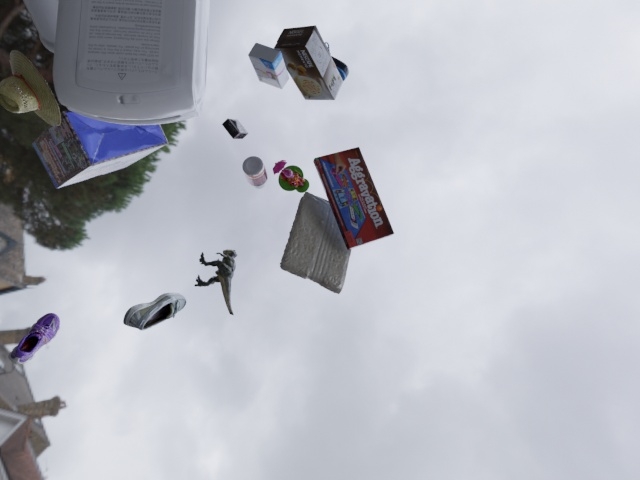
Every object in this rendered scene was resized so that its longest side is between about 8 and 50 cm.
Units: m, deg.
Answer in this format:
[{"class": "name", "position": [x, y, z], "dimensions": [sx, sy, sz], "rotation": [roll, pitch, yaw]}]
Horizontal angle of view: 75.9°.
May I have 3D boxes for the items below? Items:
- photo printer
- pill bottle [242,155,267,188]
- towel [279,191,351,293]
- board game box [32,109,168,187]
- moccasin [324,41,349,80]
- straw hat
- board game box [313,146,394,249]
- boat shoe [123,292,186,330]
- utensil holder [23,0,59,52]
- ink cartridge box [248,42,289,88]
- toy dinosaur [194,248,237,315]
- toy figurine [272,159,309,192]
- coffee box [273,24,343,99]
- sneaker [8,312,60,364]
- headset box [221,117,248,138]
[{"class": "photo printer", "position": [-0.334, -0.362, 0.745], "dimensions": [0.107, 0.256, 0.307], "rotation": [129, -39, -82]}, {"class": "pill bottle", "position": [-0.259, -0.267, 1.649], "dimensions": [0.086, 0.152, 0.085], "rotation": [0, -108, 1]}, {"class": "towel", "position": [0.000, 0.000, 1.168], "dimensions": [0.049, 0.187, 0.282], "rotation": [-50, -161, 51]}, {"class": "board game box", "position": [-0.625, -0.275, 1.164], "dimensions": [0.291, 0.232, 0.141], "rotation": [-9, -72, 42]}, {"class": "moccasin", "position": [-0.017, -0.802, 1.774], "dimensions": [0.342, 0.137, 0.116], "rotation": [31, -106, 15]}, {"class": "straw hat", "position": [-0.547, -0.265, 0.744], "dimensions": [0.145, 0.061, 0.144], "rotation": [25, -44, 27]}, {"class": "board game box", "position": [0.095, -0.125, 1.178], "dimensions": [0.027, 0.145, 0.281], "rotation": [130, -60, -70]}, {"class": "boat shoe", "position": [-0.676, 0.304, 1.737], "dimensions": [0.103, 0.320, 0.118], "rotation": [25, -79, 17]}, {"class": "utensil holder", "position": [-0.868, -0.896, 1.405], "dimensions": [0.327, 0.328, 0.385], "rotation": [54, -23, 30]}, {"class": "ink cartridge box", "position": [-0.156, -0.530, 1.255], "dimensions": [0.089, 0.122, 0.052], "rotation": [25, -100, 15]}, {"class": "toy dinosaur", "position": [-0.309, 0.099, 1.232], "dimensions": [0.268, 0.118, 0.064], "rotation": [-99, -148, -46]}, {"class": "toy figurine", "position": [-0.147, -0.297, 1.862], "dimensions": [0.173, 0.159, 0.130], "rotation": [37, -88, 21]}, {"class": "coffee box", "position": [-0.037, -0.621, 1.458], "dimensions": [0.141, 0.246, 0.098], "rotation": [12, -110, 31]}, {"class": "sneaker", "position": [-0.786, 0.268, 1.148], "dimensions": [0.071, 0.068, 0.169], "rotation": [-41, -156, 29]}, {"class": "headset box", "position": [-0.285, -0.371, 1.366], "dimensions": [0.032, 0.083, 0.062], "rotation": [-37, -89, 19]}]
